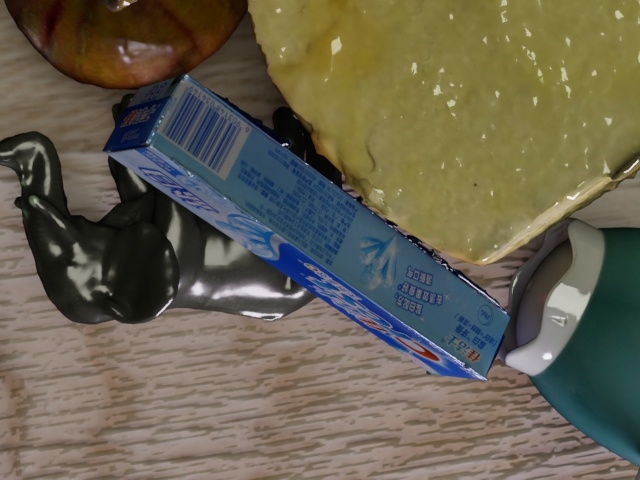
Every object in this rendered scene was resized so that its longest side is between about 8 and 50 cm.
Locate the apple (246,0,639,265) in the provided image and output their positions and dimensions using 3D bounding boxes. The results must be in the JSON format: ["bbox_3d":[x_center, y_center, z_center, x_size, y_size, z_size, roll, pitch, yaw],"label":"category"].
[{"bbox_3d":[0.111,-0.171,0.780,0.314,0.252,0.309,-30,80,-29],"label":"apple"}]

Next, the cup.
[{"bbox_3d":[0.214,0.067,0.869,0.173,0.167,0.299,24,62,-5],"label":"cup"}]

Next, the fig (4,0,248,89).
[{"bbox_3d":[-0.127,-0.170,0.774,0.149,0.202,0.148,-7,81,23],"label":"fig"}]

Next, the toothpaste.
[{"bbox_3d":[0.000,0.000,0.777,0.272,0.066,0.053,35,69,-28],"label":"toothpaste"}]

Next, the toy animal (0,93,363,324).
[{"bbox_3d":[-0.083,-0.018,0.816,0.245,0.114,0.146,3,93,-12],"label":"toy animal"}]
